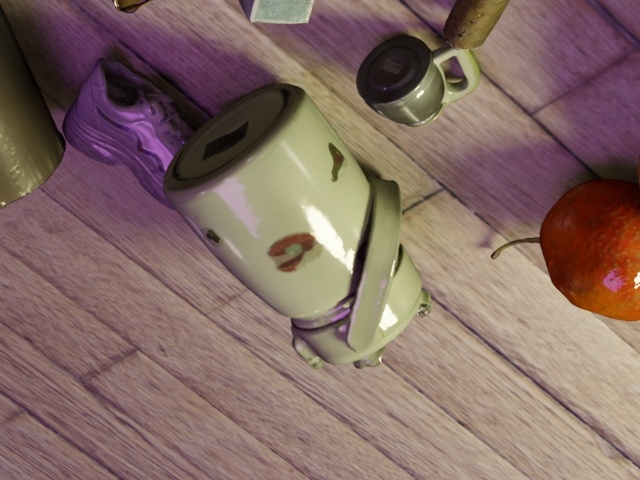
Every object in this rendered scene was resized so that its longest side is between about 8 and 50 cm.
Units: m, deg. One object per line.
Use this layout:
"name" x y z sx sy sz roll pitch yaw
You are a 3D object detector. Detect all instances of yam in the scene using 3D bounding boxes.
"yam" 0.173 -0.257 1.809 0.054 0.054 0.132 25 142 -1

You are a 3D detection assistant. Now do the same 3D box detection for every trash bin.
"trash bin" -0.453 -0.191 2.075 0.203 0.252 0.301 -20 128 1

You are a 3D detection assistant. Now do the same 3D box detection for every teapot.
"teapot" 0.112 -0.169 1.917 0.124 0.092 0.091 4 154 33

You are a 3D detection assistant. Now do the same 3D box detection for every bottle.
"bottle" 0.000 0.000 2.053 0.229 0.229 0.351 -19 119 41

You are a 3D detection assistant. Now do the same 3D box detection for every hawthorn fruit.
"hawthorn fruit" 0.296 0.000 2.006 0.285 0.165 0.165 15 148 51

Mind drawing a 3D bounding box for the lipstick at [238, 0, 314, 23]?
"lipstick" -0.018 -0.356 1.707 0.077 0.076 0.289 1 129 -22

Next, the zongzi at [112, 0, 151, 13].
"zongzi" -0.138 -0.388 1.785 0.289 0.123 0.260 -15 125 21

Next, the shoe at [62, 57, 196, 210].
"shoe" -0.198 -0.129 2.119 0.245 0.095 0.137 30 145 3

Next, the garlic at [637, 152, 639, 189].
"garlic" 0.485 -0.027 1.786 0.286 0.249 0.313 -13 143 14
